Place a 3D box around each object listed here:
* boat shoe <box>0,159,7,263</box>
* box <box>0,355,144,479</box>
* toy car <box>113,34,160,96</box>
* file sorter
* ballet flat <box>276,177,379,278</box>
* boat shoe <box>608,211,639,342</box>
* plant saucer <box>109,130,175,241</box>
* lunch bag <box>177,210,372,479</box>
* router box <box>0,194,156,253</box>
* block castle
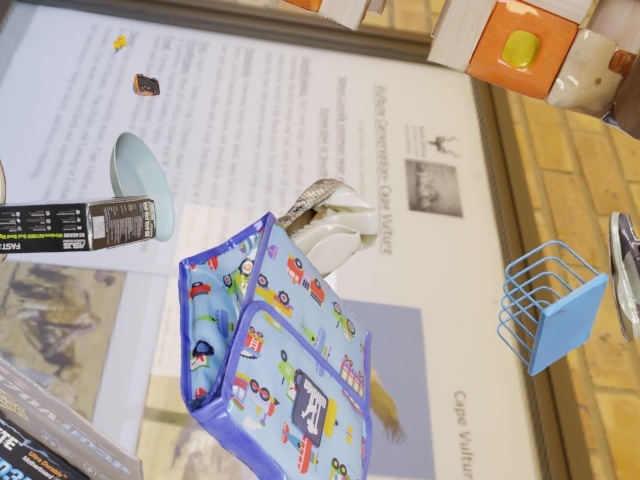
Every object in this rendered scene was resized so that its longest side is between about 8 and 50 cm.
[{"bbox_3d":[-0.663,-0.073,1.373,0.095,0.095,0.257,-20,105,-65],"label":"boat shoe"},{"bbox_3d":[-0.267,0.194,0.685,0.051,0.220,0.175,-50,-168,-9],"label":"box"},{"bbox_3d":[-0.354,-0.329,1.377,0.060,0.041,0.122,-25,94,-56],"label":"toy car"},{"bbox_3d":[0.345,0.101,1.102,0.104,0.118,0.170,50,-20,36],"label":"file sorter"},{"bbox_3d":[0.000,0.000,1.252,0.483,0.182,0.164,-38,114,-55],"label":"ballet flat"},{"bbox_3d":[0.302,0.032,0.682,0.056,0.049,0.152,64,28,-42],"label":"boat shoe"},{"bbox_3d":[-0.305,-0.084,1.201,0.195,0.037,0.195,-19,90,-78],"label":"plant saucer"},{"bbox_3d":[-0.046,0.151,0.739,0.221,0.138,0.293,52,19,-29],"label":"lunch bag"},{"bbox_3d":[-0.208,-0.013,0.573,0.092,0.122,0.038,-23,111,-71],"label":"router box"},{"bbox_3d":[0.102,-0.264,0.561,0.303,0.453,0.212,-65,178,-69],"label":"block castle"}]
